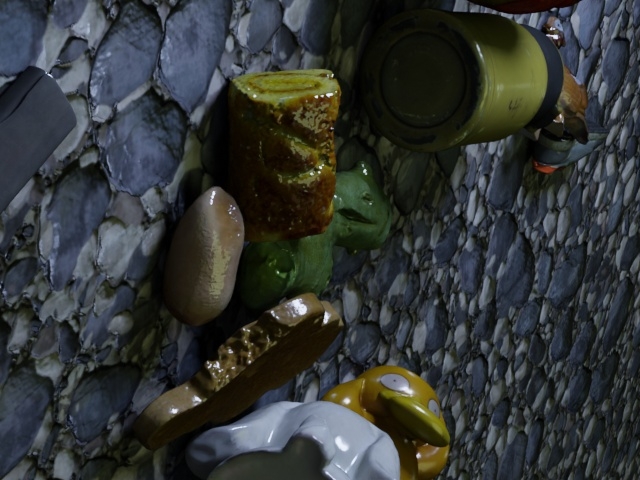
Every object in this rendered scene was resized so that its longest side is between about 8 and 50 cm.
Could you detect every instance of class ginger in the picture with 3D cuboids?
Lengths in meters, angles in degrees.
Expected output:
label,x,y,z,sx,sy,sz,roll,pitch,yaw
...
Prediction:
label,x,y,z,sx,sy,sz,roll,pitch,yaw
ginger,-0.004,0.001,1.864,0.290,0.089,0.137,-46,125,-48

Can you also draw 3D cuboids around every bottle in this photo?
label,x,y,z,sx,sy,sz,roll,pitch,yaw
bottle,0.197,-0.205,2.023,0.351,0.171,0.171,-13,117,-62

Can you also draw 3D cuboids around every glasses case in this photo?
label,x,y,z,sx,sy,sz,roll,pitch,yaw
glasses case,-0.282,-0.060,1.362,0.190,0.042,0.072,-55,140,-30

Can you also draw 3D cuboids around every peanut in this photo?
label,x,y,z,sx,sy,sz,roll,pitch,yaw
peanut,-0.122,0.017,1.667,0.076,0.076,0.152,-7,114,-60

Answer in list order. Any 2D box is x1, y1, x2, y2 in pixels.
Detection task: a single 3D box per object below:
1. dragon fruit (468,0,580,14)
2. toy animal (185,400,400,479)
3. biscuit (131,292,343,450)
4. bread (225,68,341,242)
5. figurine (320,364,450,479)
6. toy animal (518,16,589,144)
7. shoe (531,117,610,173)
label,x,y,z,sx,sy,sz,roll,pitch,yaw
dragon fruit,0.231,-0.402,1.853,0.342,0.277,0.277,-4,110,-62
toy animal,-0.007,0.276,1.854,0.265,0.271,0.206,-28,130,-71
biscuit,-0.087,0.142,1.773,0.320,0.047,0.183,-33,158,-35
bread,-0.039,-0.091,1.708,0.132,0.103,0.172,-7,120,-23
figurine,0.072,0.275,2.090,0.228,0.215,0.215,-53,150,-4
toy animal,0.355,-0.226,2.380,0.188,0.089,0.179,40,58,-42
shoe,0.386,-0.150,2.512,0.194,0.074,0.077,-13,129,-56
